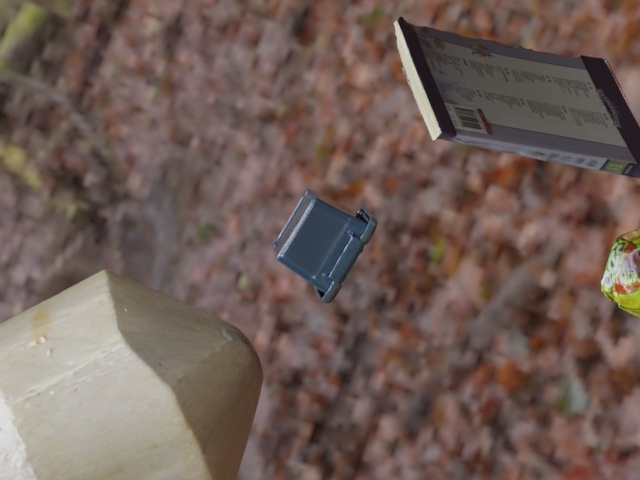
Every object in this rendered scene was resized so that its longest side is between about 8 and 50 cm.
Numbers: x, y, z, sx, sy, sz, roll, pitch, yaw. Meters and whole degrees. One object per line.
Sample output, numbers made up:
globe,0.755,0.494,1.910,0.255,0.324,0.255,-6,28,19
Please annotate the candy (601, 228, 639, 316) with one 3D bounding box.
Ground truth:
candy,0.349,0.065,1.571,0.073,0.262,0.077,-39,30,47

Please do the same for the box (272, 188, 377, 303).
box,0.000,0.000,1.429,0.074,0.054,0.099,-61,7,4

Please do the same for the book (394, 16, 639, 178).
book,0.184,-0.125,1.694,0.026,0.231,0.157,-61,32,37

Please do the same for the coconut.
coconut,-0.149,0.124,1.361,0.202,0.222,0.202,61,169,20
